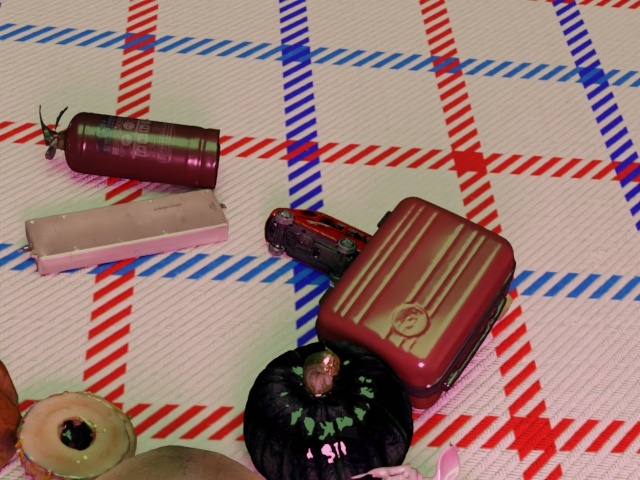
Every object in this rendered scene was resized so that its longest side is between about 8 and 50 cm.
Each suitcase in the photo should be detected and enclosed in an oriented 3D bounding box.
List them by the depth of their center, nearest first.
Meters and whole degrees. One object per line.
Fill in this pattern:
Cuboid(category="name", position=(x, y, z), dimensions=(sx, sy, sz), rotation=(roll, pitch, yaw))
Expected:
Cuboid(category="suitcase", position=(0.153, 0.096, 1.801), dimensions=(0.236, 0.161, 0.297), rotation=(27, 62, 22))

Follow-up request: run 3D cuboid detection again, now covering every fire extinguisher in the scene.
Cuboid(category="fire extinguisher", position=(-0.352, -0.175, 2.073), dimensions=(0.338, 0.114, 0.135), rotation=(6, 58, -4))

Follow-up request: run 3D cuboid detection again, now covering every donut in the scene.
Cuboid(category="donut", position=(-0.346, 0.291, 1.609), dimensions=(0.175, 0.068, 0.174), rotation=(11, 41, -9))

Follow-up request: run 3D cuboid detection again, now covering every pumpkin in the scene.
Cuboid(category="pumpkin", position=(0.009, 0.234, 1.615), dimensions=(0.248, 0.248, 0.248), rotation=(5, 43, -5))

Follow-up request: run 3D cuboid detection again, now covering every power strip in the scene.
Cuboid(category="power strip", position=(-0.338, -0.017, 1.963), dimensions=(0.368, 0.043, 0.106), rotation=(-11, 46, -21))

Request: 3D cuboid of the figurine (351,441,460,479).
Cuboid(category="figurine", position=(0.162, 0.405, 1.503), dimensions=(0.316, 0.206, 0.284), rotation=(25, 34, 22))

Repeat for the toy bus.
Cuboid(category="toy bus", position=(0.000, 0.000, 1.983), dimensions=(0.195, 0.081, 0.089), rotation=(24, 35, 15))

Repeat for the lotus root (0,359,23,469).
Cuboid(category="lotus root", position=(-0.510, 0.213, 1.592), dimensions=(0.188, 0.180, 0.199), rotation=(24, 44, 19))

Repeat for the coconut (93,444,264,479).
Cuboid(category="coconut", position=(-0.156, 0.410, 1.328), dimensions=(0.353, 0.352, 0.352), rotation=(5, 43, -5))

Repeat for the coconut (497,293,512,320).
Cuboid(category="coconut", position=(0.277, 0.105, 1.922), dimensions=(0.083, 0.081, 0.082), rotation=(-26, 35, 28))
